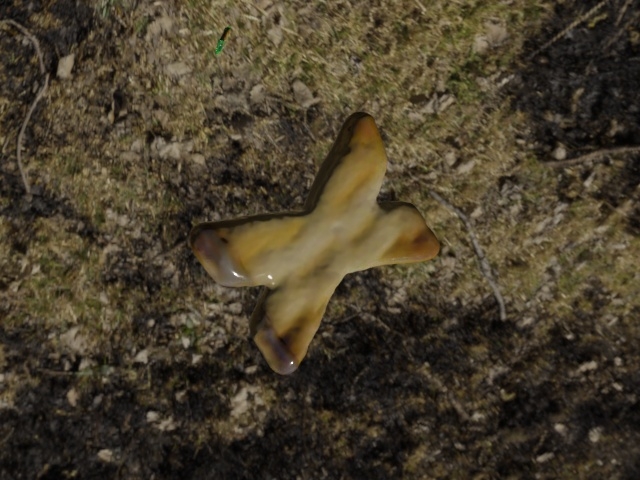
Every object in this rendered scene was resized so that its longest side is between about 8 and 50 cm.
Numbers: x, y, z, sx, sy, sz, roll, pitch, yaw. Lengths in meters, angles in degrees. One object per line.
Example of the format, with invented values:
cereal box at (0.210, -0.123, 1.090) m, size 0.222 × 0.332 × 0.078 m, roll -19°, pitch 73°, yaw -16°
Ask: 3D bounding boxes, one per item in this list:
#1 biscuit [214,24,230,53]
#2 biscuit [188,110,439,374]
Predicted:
biscuit at (-0.246, -0.507, 1.647) m, size 0.016 × 0.089 × 0.046 m, roll 21°, pitch 134°, yaw -10°
biscuit at (0.000, 0.001, 0.594) m, size 0.208 × 0.047 × 0.164 m, roll -37°, pitch 112°, yaw -20°
